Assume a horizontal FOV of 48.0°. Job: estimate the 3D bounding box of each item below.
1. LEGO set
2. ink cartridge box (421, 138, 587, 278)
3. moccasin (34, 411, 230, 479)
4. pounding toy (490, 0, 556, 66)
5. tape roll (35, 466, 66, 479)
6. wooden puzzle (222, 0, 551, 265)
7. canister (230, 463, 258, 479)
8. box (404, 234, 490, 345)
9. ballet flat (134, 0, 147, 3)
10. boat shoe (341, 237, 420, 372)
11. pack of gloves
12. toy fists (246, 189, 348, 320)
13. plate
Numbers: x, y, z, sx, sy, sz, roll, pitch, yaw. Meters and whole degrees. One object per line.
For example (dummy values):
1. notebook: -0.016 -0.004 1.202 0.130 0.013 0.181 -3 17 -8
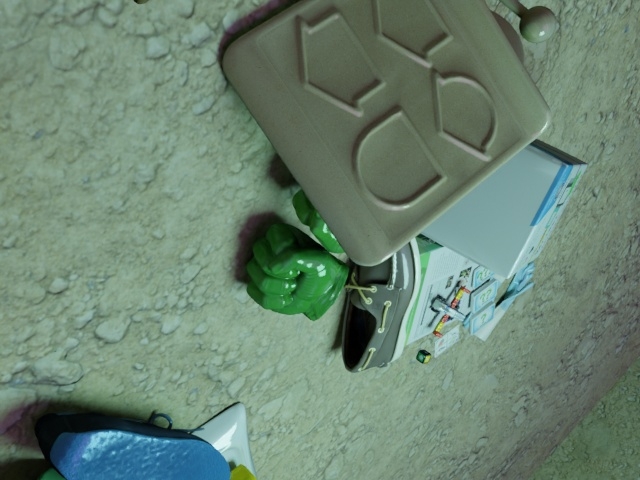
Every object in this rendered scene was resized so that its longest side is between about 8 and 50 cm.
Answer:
1. LEGO set: 0.295 0.160 1.477 0.244 0.060 0.183 -29 134 -29
2. ink cartridge box: 0.300 -0.083 1.207 0.270 0.197 0.198 -14 131 -63
3. moccasin: -0.258 0.303 1.043 0.138 0.116 0.342 -58 140 -14
4. pounding toy: 0.222 -0.268 1.083 0.237 0.182 0.110 -54 169 -4
5. tape roll: -0.267 0.435 0.959 0.077 0.321 0.321 -50 143 -4
6. wooden puzzle: 0.092 -0.188 0.941 0.347 0.080 0.322 -37 98 -16
7. canister: -0.175 0.475 1.223 0.169 0.073 0.126 -36 141 -25
8. box: 0.236 0.080 1.441 0.321 0.058 0.233 -19 132 -39
9. ballet flat: -0.251 -0.287 0.598 0.124 0.116 0.342 -45 151 22
10. boat shoe: 0.095 0.100 1.258 0.096 0.116 0.325 -20 132 -30
11. pack of gloves: 0.437 0.135 1.710 0.232 0.046 0.195 -56 144 2
12. toy fists: 0.000 0.000 1.037 0.142 0.096 0.279 29 115 -22
13. plate: -0.222 0.446 1.248 0.277 0.045 0.278 -30 137 -28
